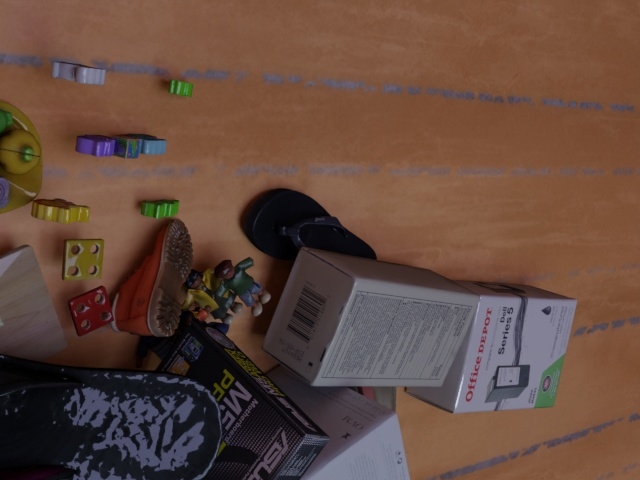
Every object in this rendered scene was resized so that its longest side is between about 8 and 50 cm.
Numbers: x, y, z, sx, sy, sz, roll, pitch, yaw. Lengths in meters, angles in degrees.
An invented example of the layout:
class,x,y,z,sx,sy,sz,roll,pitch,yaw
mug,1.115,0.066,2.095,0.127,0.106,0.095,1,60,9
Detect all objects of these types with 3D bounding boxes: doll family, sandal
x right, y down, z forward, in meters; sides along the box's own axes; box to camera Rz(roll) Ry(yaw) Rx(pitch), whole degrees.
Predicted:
class,x,y,z,sx,sy,sz,roll,pitch,yaw
doll family,-0.158,0.093,1.173,0.193,0.076,0.111,-54,135,-11
sandal,0.001,-0.001,1.293,0.255,0.054,0.097,25,85,-42
sandal,-0.313,0.190,0.929,0.446,0.107,0.167,0,90,-19

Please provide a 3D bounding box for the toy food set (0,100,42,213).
class,x,y,z,sx,sy,sz,roll,pitch,yaw
toy food set,-0.374,-0.077,0.937,0.218,0.071,0.128,-9,108,-39

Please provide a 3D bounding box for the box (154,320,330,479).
class,x,y,z,sx,sy,sz,roll,pitch,yaw
box,-0.148,0.264,1.085,0.270,0.216,0.060,-54,148,7

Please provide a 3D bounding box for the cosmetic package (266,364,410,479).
class,x,y,z,sx,sy,sz,roll,pitch,yaw
cosmetic package,-0.043,0.295,1.225,0.225,0.224,0.138,-31,121,-31

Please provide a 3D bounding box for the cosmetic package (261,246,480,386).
class,x,y,z,sx,sy,sz,roll,pitch,yaw
cosmetic package,0.080,0.115,1.318,0.309,0.113,0.160,12,104,-50

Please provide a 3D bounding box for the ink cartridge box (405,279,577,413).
class,x,y,z,sx,sy,sz,roll,pitch,yaw
ink cartridge box,0.289,0.176,1.551,0.273,0.115,0.198,5,99,-42

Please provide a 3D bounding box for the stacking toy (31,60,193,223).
class,x,y,z,sx,sy,sz,roll,pitch,yaw
stacking toy,-0.227,-0.108,1.052,0.221,0.052,0.166,-8,111,-61

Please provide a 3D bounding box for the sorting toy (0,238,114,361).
class,x,y,z,sx,sy,sz,roll,pitch,yaw
sorting toy,-0.355,0.082,1.015,0.275,0.046,0.132,-29,119,-31

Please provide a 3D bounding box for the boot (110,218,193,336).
class,x,y,z,sx,sy,sz,roll,pitch,yaw
boot,-0.207,0.043,1.125,0.059,0.085,0.157,53,39,-47

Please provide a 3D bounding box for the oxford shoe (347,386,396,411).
class,x,y,z,sx,sy,sz,roll,pitch,yaw
oxford shoe,0.062,0.359,1.407,0.130,0.123,0.348,-1,104,-46
